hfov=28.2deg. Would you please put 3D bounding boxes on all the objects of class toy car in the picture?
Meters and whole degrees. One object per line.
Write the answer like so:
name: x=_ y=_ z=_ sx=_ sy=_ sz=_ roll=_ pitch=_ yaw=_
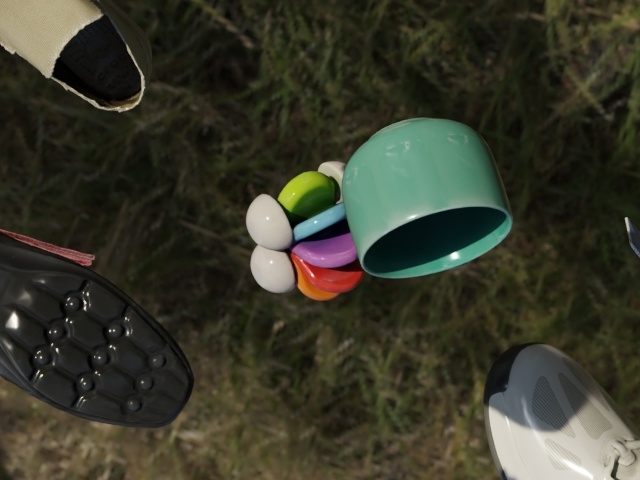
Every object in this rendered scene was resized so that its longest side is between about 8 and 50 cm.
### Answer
toy car: x=0.000 y=0.000 z=1.628 sx=0.136 sy=0.159 sz=0.182 roll=43 pitch=149 yaw=38

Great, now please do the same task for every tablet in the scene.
tablet: x=0.389 y=0.007 z=1.549 sx=0.006 sy=0.083 sz=0.054 roll=-38 pitch=103 yaw=22

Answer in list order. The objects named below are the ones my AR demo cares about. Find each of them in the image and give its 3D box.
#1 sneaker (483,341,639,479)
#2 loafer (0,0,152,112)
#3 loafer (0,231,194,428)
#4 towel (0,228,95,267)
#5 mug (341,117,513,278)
sneaker: x=0.357 y=0.255 z=1.182 sx=0.447 sy=0.169 sz=0.257 roll=55 pitch=141 yaw=3
loafer: x=-0.237 y=-0.202 z=1.110 sx=0.268 sy=0.102 sz=0.092 roll=34 pitch=-166 yaw=-42
loafer: x=-0.172 y=0.033 z=0.705 sx=0.223 sy=0.076 sz=0.078 roll=29 pitch=176 yaw=-8
towel: x=-0.452 y=-0.004 z=1.632 sx=0.237 sy=0.037 sz=0.329 roll=18 pitch=174 yaw=-29
mug: x=0.079 y=-0.034 z=1.051 sx=0.129 sy=0.097 sz=0.158 roll=-7 pitch=156 yaw=-18
